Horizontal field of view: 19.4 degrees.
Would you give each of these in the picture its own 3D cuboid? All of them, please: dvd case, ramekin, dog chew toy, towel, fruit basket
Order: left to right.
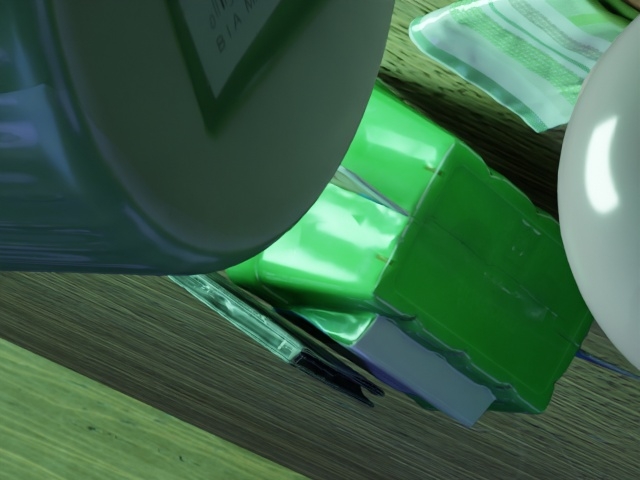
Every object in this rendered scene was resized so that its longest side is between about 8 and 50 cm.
[{"bbox_3d":[-0.087,-0.128,0.687,0.148,0.303,0.303,6,159,26],"label":"ramekin"},{"bbox_3d":[-0.050,0.041,1.173,0.164,0.018,0.221,34,178,18],"label":"dvd case"},{"bbox_3d":[0.000,0.000,1.251,0.353,0.165,0.327,11,162,46],"label":"fruit basket"},{"bbox_3d":[0.127,-0.096,0.997,0.113,0.023,0.152,29,164,-25],"label":"towel"},{"bbox_3d":[0.212,-0.006,0.873,0.207,0.206,0.332,20,173,9],"label":"dog chew toy"}]
